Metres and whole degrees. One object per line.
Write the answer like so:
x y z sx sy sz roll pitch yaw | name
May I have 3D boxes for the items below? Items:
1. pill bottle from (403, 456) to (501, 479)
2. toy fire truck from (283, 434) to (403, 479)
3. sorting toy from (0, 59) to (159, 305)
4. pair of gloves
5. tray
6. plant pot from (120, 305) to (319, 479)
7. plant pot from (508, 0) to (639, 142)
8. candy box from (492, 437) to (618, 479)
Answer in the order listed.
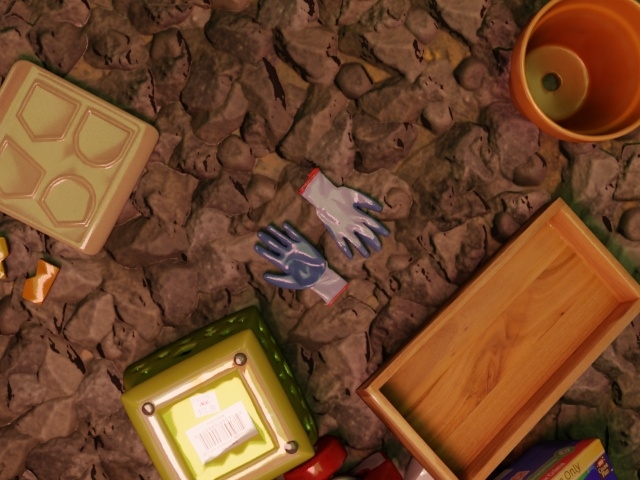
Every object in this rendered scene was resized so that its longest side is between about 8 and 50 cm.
0.223 0.380 1.320 0.193 0.108 0.108 32 89 -4 | pill bottle
-0.010 0.412 1.227 0.302 0.254 0.169 -35 94 -5 | toy fire truck
-0.403 -0.077 1.298 0.229 0.041 0.307 28 89 -9 | sorting toy
0.000 0.000 1.337 0.159 0.023 0.198 40 87 -3 | pair of gloves
0.266 0.149 1.286 0.411 0.076 0.203 -42 90 -15 | tray
-0.139 0.243 1.240 0.228 0.207 0.227 -27 93 -4 | plant pot
0.357 -0.236 1.275 0.205 0.188 0.205 0 91 -5 | plant pot
0.325 0.465 1.192 0.268 0.122 0.317 -25 91 -38 | candy box
